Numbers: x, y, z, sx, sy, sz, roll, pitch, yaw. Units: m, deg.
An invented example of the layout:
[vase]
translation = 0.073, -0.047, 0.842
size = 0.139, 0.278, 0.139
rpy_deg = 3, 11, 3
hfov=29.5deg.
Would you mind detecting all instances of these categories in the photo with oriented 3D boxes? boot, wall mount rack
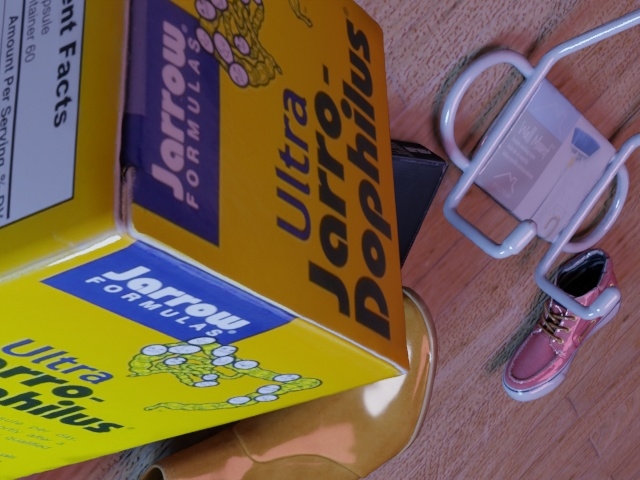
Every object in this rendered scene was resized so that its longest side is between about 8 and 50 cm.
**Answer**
[boot]
translation = -0.037, 0.168, 1.007
size = 0.211, 0.104, 0.295
rpy_deg = -4, 131, -38
[wall mount rack]
translation = 0.272, -0.091, 1.124
size = 0.304, 0.130, 0.350
rpy_deg = -55, 140, 4

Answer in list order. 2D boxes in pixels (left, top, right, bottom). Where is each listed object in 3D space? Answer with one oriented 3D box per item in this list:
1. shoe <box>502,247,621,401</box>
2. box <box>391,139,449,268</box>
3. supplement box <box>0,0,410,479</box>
[shoe]
translation = 0.252, 0.087, 1.295
size = 0.178, 0.063, 0.081
rpy_deg = -43, 138, -18
[box]
translation = 0.000, 0.000, 1.007
size = 0.190, 0.045, 0.184
rpy_deg = 4, 119, -45
[supplement box]
translation = -0.160, -0.007, 0.597
size = 0.356, 0.194, 0.195
rpy_deg = -18, 151, 30
